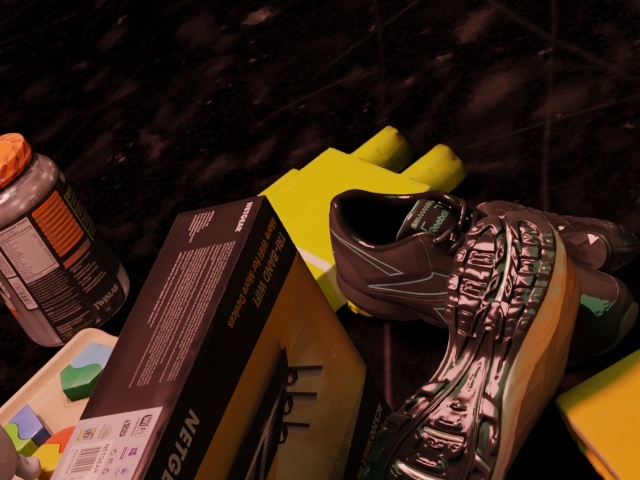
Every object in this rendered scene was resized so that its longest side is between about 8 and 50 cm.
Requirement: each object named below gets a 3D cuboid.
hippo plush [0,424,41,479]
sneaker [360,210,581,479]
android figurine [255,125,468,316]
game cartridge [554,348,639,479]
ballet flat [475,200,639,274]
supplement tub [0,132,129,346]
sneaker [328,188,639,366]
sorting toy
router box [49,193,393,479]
[{"bbox_3d":[-0.349,0.178,1.392,0.236,0.234,0.294,21,96,22],"label":"hippo plush"},{"bbox_3d":[0.119,0.120,1.159,0.100,0.108,0.272,18,78,38],"label":"sneaker"},{"bbox_3d":[0.000,0.000,1.482,0.273,0.056,0.248,-41,33,-19],"label":"android figurine"},{"bbox_3d":[0.326,0.078,1.033,0.323,0.053,0.285,-28,11,1],"label":"game cartridge"},{"bbox_3d":[0.187,0.002,1.351,0.049,0.058,0.173,-1,10,-41],"label":"ballet flat"},{"bbox_3d":[-0.276,-0.002,1.574,0.117,0.190,0.117,-23,27,13],"label":"supplement tub"},{"bbox_3d":[0.116,0.025,1.279,0.267,0.106,0.101,12,51,30],"label":"sneaker"},{"bbox_3d":[-0.212,0.157,1.447,0.208,0.038,0.193,14,51,48],"label":"sorting toy"},{"bbox_3d":[-0.058,0.159,1.124,0.081,0.243,0.309,-11,36,27],"label":"router box"}]
